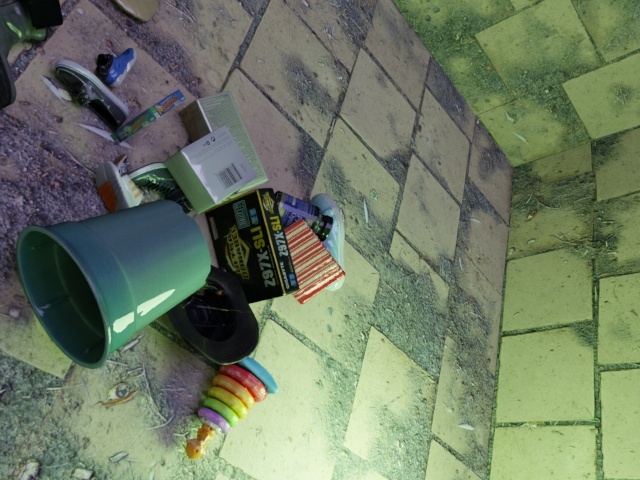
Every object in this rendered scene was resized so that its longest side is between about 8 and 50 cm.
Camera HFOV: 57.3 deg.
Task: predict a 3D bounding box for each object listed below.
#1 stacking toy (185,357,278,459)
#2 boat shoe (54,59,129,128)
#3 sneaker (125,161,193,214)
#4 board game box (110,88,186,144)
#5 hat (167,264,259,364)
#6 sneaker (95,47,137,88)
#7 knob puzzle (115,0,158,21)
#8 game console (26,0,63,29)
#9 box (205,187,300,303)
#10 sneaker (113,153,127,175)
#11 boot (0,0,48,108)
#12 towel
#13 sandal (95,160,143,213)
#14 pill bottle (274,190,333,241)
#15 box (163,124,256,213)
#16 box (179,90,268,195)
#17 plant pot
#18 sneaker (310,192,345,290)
[{"bbox_3d":[-0.276,0.479,1.645,0.175,0.165,0.302,46,58,-17],"label":"stacking toy"},{"bbox_3d":[-0.628,-0.390,1.597,0.228,0.080,0.076,45,45,-39],"label":"boat shoe"},{"bbox_3d":[-0.448,-0.141,1.699,0.226,0.086,0.164,-18,88,-51],"label":"sneaker"},{"bbox_3d":[-0.484,-0.346,1.642,0.035,0.201,0.136,56,43,-18],"label":"board game box"},{"bbox_3d":[-0.336,0.220,1.656,0.331,0.134,0.331,34,33,-26],"label":"hat"},{"bbox_3d":[-0.593,-0.521,1.691,0.084,0.058,0.152,44,54,-41],"label":"sneaker"},{"bbox_3d":[-0.583,-0.766,1.812,0.213,0.030,0.213,21,61,-44],"label":"knob puzzle"},{"bbox_3d":[-0.728,-0.606,1.498,0.107,0.071,0.122,35,29,-4],"label":"game console"},{"bbox_3d":[-0.212,0.028,1.777,0.079,0.257,0.322,-12,87,-51],"label":"box"},{"bbox_3d":[-0.561,-0.205,1.643,0.037,0.031,0.083,53,47,-42],"label":"sneaker"},{"bbox_3d":[-0.767,-0.504,1.454,0.222,0.118,0.339,-32,109,-59],"label":"boot"},{"bbox_3d":[-0.063,0.075,2.003,0.275,0.198,0.031,53,8,-22],"label":"towel"},{"bbox_3d":[-0.523,-0.094,1.598,0.076,0.101,0.265,-39,115,-49],"label":"sandal"},{"bbox_3d":[-0.073,-0.078,2.021,0.219,0.123,0.123,22,58,-14],"label":"pill bottle"},{"bbox_3d":[-0.316,-0.206,1.693,0.181,0.119,0.182,-42,105,-38],"label":"box"},{"bbox_3d":[-0.308,-0.302,1.877,0.148,0.121,0.311,-27,98,-41],"label":"box"},{"bbox_3d":[-0.464,0.071,1.387,0.334,0.341,0.341,-29,99,-45],"label":"plant pot"},{"bbox_3d":[0.000,0.000,2.124,0.150,0.135,0.366,5,72,-51],"label":"sneaker"}]
